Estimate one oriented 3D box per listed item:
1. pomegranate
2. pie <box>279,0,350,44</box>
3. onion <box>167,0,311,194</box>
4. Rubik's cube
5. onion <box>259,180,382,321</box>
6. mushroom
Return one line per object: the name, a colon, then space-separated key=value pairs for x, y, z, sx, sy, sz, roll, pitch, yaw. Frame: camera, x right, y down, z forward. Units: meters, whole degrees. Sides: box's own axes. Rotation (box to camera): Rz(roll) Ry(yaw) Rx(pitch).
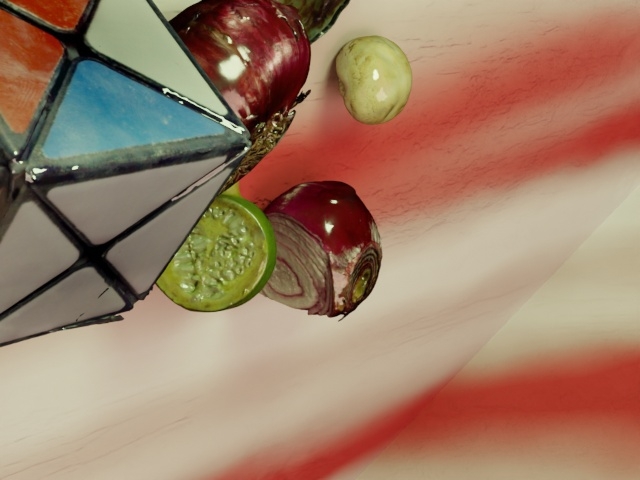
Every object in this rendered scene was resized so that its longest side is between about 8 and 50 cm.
pomegranate: x=-0.172 y=-0.014 z=1.598 sx=0.190 sy=0.240 sz=0.159 roll=-27 pitch=-173 yaw=5
pie: x=-0.034 y=-0.354 z=1.468 sx=0.240 sy=0.054 sz=0.240 roll=-35 pitch=150 yaw=-23
onion: x=-0.150 y=-0.187 z=1.333 sx=0.314 sy=0.232 sz=0.314 roll=-45 pitch=-177 yaw=3
Rubik's cube: x=-0.313 y=-0.093 z=1.102 sx=0.305 sy=0.307 sz=0.310 roll=-15 pitch=150 yaw=-48
onion: x=0.003 y=-0.003 z=1.788 sx=0.207 sy=0.216 sz=0.206 roll=-29 pitch=130 yaw=-50
mushroom: x=0.083 y=-0.252 z=1.684 sx=0.112 sy=0.148 sz=0.148 roll=-18 pitch=167 yaw=33
